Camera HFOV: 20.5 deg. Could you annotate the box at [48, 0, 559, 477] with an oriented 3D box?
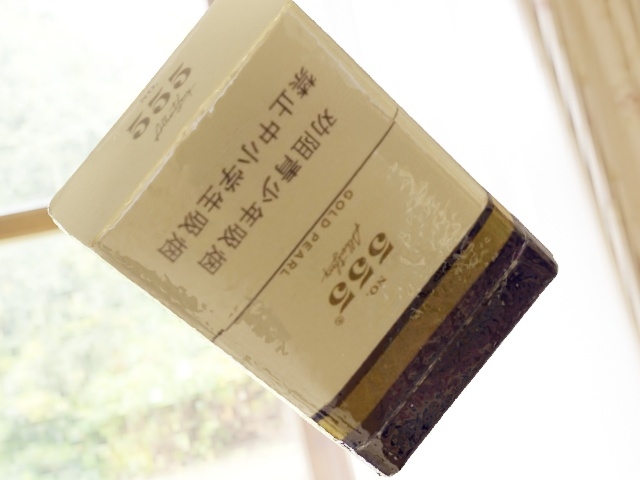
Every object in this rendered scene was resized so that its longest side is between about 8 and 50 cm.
[{"bbox_3d":[0.000,0.000,0.962,0.259,0.168,0.071,42,-5,-36],"label":"box"}]
